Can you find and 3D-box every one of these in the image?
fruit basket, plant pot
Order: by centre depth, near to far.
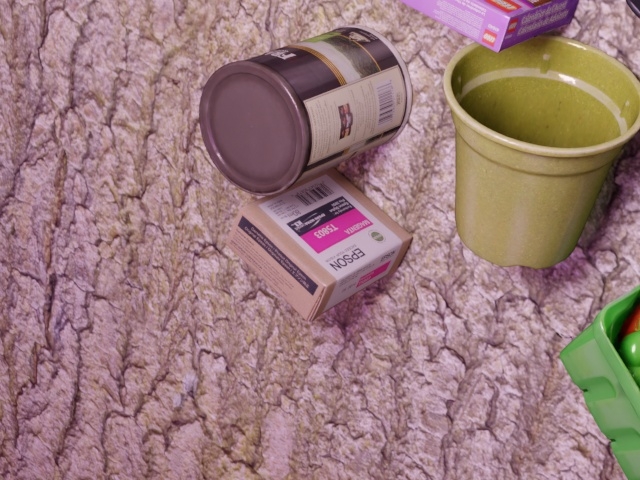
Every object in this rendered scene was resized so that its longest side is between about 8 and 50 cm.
[{"bbox_3d":[0.526,0.208,1.927,0.392,0.283,0.392,34,139,37],"label":"fruit basket"},{"bbox_3d":[0.290,-0.108,2.033,0.276,0.276,0.254,31,137,26],"label":"plant pot"}]

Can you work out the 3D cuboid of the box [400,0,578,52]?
[{"bbox_3d":[0.187,-0.366,2.026,0.293,0.201,0.057,32,126,25],"label":"box"}]

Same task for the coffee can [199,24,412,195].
[{"bbox_3d":[-0.019,-0.201,2.216,0.201,0.275,0.201,16,117,34],"label":"coffee can"}]

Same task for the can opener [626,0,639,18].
[{"bbox_3d":[0.473,-0.280,1.899,0.073,0.059,0.186,-43,63,13],"label":"can opener"}]

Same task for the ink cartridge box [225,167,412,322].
[{"bbox_3d":[0.000,0.000,2.313,0.193,0.234,0.088,41,130,19],"label":"ink cartridge box"}]
